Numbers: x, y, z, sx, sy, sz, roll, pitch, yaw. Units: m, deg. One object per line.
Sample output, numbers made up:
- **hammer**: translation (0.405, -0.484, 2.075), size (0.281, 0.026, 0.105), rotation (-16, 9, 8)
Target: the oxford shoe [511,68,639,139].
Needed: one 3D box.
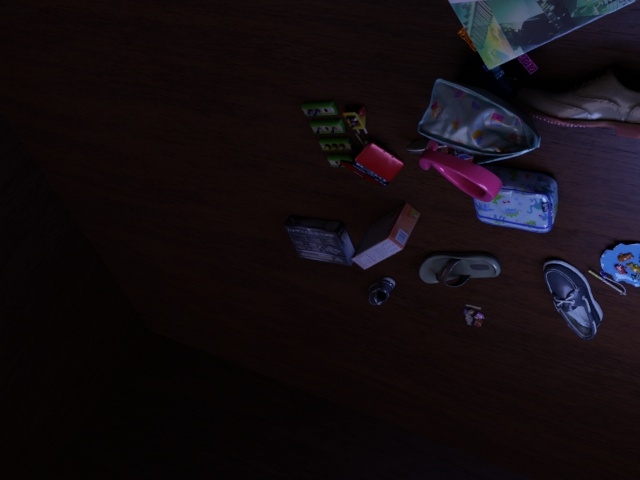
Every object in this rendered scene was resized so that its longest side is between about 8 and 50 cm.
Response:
- **oxford shoe**: translation (0.599, -0.313, 1.452), size (0.348, 0.123, 0.130), rotation (15, 120, 26)

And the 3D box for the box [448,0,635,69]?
- **box**: translation (0.419, -0.498, 1.283), size (0.322, 0.058, 0.232), rotation (-20, 124, 35)

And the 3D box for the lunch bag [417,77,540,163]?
- **lunch bag**: translation (0.384, -0.262, 1.548), size (0.262, 0.223, 0.160), rotation (24, 104, 15)

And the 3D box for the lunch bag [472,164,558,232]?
- **lunch bag**: translation (0.528, -0.107, 1.799), size (0.219, 0.090, 0.176), rotation (14, 148, 27)

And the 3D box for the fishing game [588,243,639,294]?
- **fishing game**: translation (0.865, 0.075, 1.819), size (0.189, 0.041, 0.264), rotation (34, 149, -10)

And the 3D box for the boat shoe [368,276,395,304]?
- **boat shoe**: translation (0.220, 0.206, 2.526), size (0.075, 0.065, 0.206), rotation (31, 149, 0)

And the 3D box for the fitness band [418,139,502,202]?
- **fitness band**: translation (0.344, -0.165, 1.643), size (0.209, 0.054, 0.291), rotation (32, -176, 8)

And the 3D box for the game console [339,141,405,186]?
- **game console**: translation (0.152, -0.229, 1.964), size (0.144, 0.085, 0.124), rotation (28, 178, -29)

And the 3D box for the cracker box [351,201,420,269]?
- **cracker box**: translation (0.208, -0.012, 2.138), size (0.067, 0.155, 0.232), rotation (38, 149, -12)

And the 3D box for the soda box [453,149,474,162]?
- **soda box**: translation (0.384, -0.232, 1.765), size (0.053, 0.060, 0.169), rotation (22, 148, 13)

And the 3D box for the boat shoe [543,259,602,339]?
- **boat shoe**: translation (0.761, 0.182, 2.006), size (0.302, 0.091, 0.114), rotation (45, 146, -22)

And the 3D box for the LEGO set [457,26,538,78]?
- **LEGO set**: translation (0.368, -0.445, 1.467), size (0.227, 0.093, 0.087), rotation (44, 115, -13)

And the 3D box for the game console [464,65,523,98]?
- **game console**: translation (0.403, -0.364, 1.550), size (0.122, 0.071, 0.107), rotation (17, 146, 23)

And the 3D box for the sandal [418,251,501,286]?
- **sandal**: translation (0.440, 0.101, 2.168), size (0.303, 0.086, 0.120), rotation (-10, 130, 48)

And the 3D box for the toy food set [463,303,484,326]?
- **toy food set**: translation (0.553, 0.278, 2.389), size (0.078, 0.019, 0.122), rotation (11, 144, 29)

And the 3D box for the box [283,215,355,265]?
- **box**: translation (0.000, 0.000, 2.427), size (0.231, 0.056, 0.183), rotation (8, 143, 33)

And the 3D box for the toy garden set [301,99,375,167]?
- **toy garden set**: translation (0.068, -0.299, 1.948), size (0.204, 0.049, 0.244), rotation (5, 141, 36)

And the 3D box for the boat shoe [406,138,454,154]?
- **boat shoe**: translation (0.301, -0.251, 1.824), size (0.137, 0.049, 0.043), rotation (-1, 139, 34)
